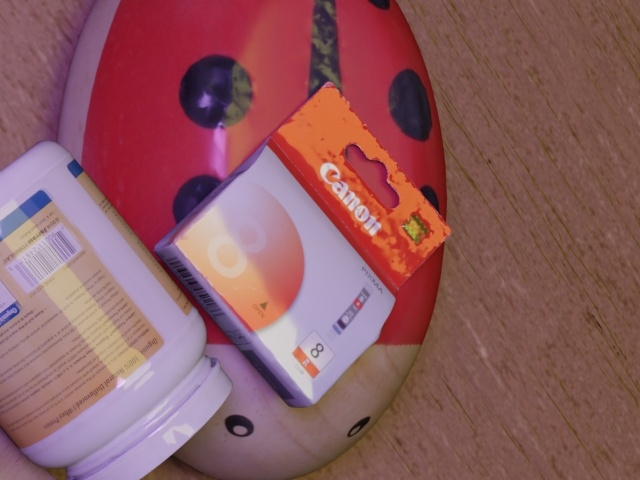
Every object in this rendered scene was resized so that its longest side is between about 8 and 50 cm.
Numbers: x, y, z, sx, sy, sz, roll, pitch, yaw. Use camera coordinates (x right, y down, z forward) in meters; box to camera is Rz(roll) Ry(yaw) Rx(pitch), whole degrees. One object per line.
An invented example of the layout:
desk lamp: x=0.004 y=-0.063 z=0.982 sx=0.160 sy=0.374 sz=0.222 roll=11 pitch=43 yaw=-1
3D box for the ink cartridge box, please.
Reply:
ink cartridge box: x=0.000 y=0.000 z=1.097 sx=0.179 sy=0.045 sz=0.145 roll=-45 pitch=104 yaw=-21

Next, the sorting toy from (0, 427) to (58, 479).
sorting toy: x=-0.241 y=0.279 z=1.068 sx=0.255 sy=0.089 sz=0.257 roll=49 pitch=59 yaw=-21

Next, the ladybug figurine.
ladybug figurine: x=-0.033 y=-0.049 z=1.202 sx=0.305 sy=0.162 sz=0.449 roll=-1 pitch=84 yaw=-27

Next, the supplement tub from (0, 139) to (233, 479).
supplement tub: x=-0.164 y=0.053 z=1.049 sx=0.144 sy=0.144 sz=0.200 roll=-43 pitch=100 yaw=-33
